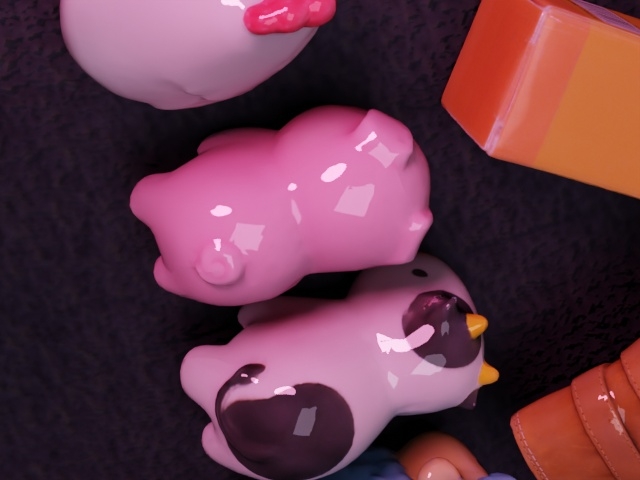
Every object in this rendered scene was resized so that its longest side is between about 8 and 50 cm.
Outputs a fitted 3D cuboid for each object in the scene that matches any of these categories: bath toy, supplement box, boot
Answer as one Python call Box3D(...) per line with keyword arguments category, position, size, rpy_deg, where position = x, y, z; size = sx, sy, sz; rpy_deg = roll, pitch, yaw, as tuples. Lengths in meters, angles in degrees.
Box3D(category="bath toy", position=(0.000, 0.000, 0.714), size=(0.151, 0.129, 0.348), rpy_deg=(-40, 123, -35))
Box3D(category="supplement box", position=(0.184, -0.059, 0.767), size=(0.233, 0.080, 0.078), rpy_deg=(16, 108, -19))
Box3D(category="boot", position=(0.197, 0.052, 0.755), size=(0.220, 0.109, 0.283), rpy_deg=(-16, 145, 16))
